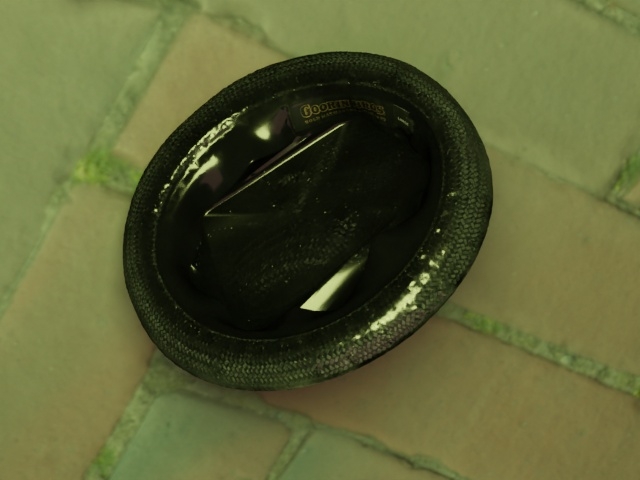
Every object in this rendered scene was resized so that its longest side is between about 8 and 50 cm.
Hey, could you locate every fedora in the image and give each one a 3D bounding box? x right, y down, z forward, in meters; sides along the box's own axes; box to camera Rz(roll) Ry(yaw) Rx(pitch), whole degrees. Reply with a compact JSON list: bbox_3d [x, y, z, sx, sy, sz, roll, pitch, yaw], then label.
[{"bbox_3d":[0.000,0.000,1.523,0.334,0.334,0.152,-32,152,3],"label":"fedora"}]
